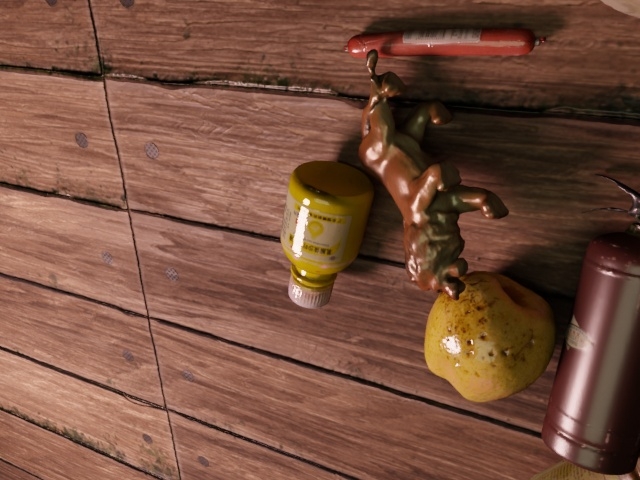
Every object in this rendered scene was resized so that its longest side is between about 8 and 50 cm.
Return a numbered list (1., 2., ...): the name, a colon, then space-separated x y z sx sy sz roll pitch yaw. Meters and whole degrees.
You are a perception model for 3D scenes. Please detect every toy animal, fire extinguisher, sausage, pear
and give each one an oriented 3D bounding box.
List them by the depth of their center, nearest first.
1. fire extinguisher: 0.351 0.098 0.712 0.135 0.114 0.337 20 107 38
2. sausage: 0.143 -0.242 0.726 0.253 0.034 0.034 9 118 26
3. toy animal: 0.119 -0.073 0.763 0.157 0.097 0.312 -44 66 42
4. pear: 0.222 0.132 0.795 0.178 0.178 0.178 13 120 23

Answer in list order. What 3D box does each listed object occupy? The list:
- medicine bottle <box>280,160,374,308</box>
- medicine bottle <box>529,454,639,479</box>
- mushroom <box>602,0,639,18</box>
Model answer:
1. medicine bottle: 0.000 0.000 0.876 0.122 0.122 0.212 23 124 17
2. medicine bottle: 0.420 0.347 0.806 0.151 0.151 0.322 42 127 4
3. mushroom: 0.396 -0.255 0.526 0.350 0.128 0.128 10 119 21
